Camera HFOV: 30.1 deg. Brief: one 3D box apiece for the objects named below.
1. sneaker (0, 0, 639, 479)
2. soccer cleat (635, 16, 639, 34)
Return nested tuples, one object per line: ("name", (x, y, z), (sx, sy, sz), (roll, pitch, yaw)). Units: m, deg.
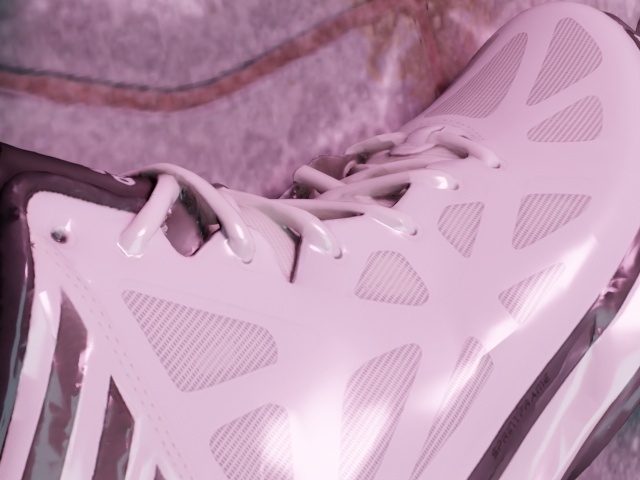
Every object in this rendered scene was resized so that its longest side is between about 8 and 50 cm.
("sneaker", (0.000, 0.000, 0.481), (0.257, 0.169, 0.447), (46, 55, -26))
("soccer cleat", (0.234, -0.004, 0.692), (0.143, 0.116, 0.331), (-54, 142, -18))
